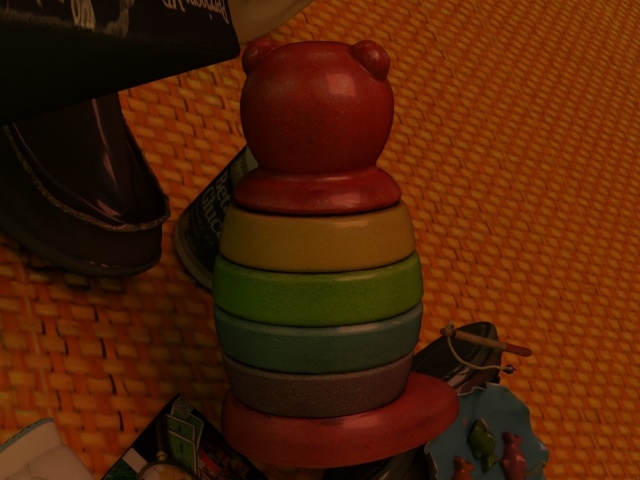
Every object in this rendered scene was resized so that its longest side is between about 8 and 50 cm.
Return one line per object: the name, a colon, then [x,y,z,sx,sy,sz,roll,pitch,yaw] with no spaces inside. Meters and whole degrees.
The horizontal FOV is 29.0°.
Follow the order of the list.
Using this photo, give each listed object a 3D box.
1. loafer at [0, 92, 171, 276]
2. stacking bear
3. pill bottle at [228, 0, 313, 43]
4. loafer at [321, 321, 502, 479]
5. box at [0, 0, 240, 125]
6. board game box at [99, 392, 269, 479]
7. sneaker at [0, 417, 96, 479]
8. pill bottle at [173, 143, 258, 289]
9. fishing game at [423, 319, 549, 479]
loafer: [-0.226,-0.136,0.961,0.134,0.130,0.366,-17,69,-52]
stacking bear: [0.000,0.000,0.888,0.164,0.175,0.288,-27,118,-63]
pill bottle: [-0.141,-0.410,1.237,0.392,0.224,0.224,52,35,8]
loafer: [0.088,0.166,1.047,0.267,0.096,0.084,-43,109,-48]
box: [-0.286,-0.292,0.649,0.480,0.298,0.471,-36,112,-78]
board game box: [-0.045,0.238,0.875,0.260,0.030,0.136,44,37,-3]
sneaker: [-0.204,0.191,0.707,0.092,0.087,0.229,50,37,1]
pill bottle: [-0.039,-0.035,1.021,0.094,0.169,0.094,29,38,-25]
fishing game: [0.147,0.203,1.008,0.189,0.041,0.264,18,66,-47]
